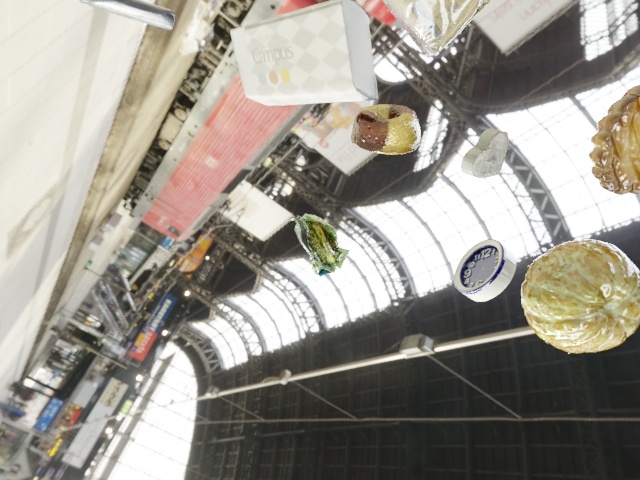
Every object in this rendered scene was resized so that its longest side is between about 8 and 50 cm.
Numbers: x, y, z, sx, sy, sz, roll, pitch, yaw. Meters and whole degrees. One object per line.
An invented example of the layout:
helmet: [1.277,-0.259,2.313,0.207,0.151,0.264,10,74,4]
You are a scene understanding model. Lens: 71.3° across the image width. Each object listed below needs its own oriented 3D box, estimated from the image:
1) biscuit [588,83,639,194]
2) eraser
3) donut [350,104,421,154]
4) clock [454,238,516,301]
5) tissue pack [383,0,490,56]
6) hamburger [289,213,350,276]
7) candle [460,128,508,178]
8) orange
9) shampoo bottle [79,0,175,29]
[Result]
biscuit: [0.884,-0.284,1.231,0.326,0.326,0.107,-50,-151,15]
eraser: [-0.052,-0.426,1.064,0.397,0.213,0.082,14,-145,44]
donut: [0.151,-0.260,1.024,0.184,0.166,0.073,-58,152,-54]
clock: [0.599,0.109,1.633,0.230,0.083,0.230,-51,-165,19]
tissue pack: [0.256,-0.527,0.874,0.257,0.215,0.123,-43,-154,12]
hamburger: [0.006,0.002,1.663,0.150,0.260,0.276,-28,-177,4]
candle: [0.596,-0.294,1.595,0.192,0.168,0.068,-48,-137,-1]
orange: [0.741,0.161,1.258,0.329,0.329,0.249,-53,-174,6]
shampoo bottle: [-0.518,-0.628,1.206,0.087,0.234,0.049,-159,-103,-65]
